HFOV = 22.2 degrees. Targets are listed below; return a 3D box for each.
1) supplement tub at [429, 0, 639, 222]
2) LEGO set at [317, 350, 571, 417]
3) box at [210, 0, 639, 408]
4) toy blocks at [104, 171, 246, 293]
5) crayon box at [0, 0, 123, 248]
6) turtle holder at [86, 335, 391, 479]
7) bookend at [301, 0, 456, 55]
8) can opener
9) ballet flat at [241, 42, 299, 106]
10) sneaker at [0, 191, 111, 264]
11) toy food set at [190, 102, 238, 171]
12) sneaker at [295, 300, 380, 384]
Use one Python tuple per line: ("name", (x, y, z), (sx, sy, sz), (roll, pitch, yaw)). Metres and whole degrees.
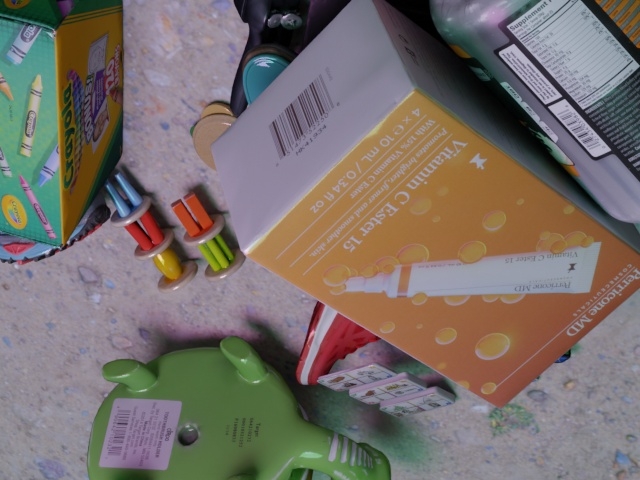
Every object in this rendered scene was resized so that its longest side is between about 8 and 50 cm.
("supplement tub", (0.229, -0.182, 1.406), (0.193, 0.193, 0.316), (-31, 112, 38))
("LEGO set", (0.143, 0.128, 1.792), (0.244, 0.060, 0.182), (-18, 152, 29))
("box", (0.105, -0.030, 1.494), (0.345, 0.168, 0.215), (32, 114, -34))
("toy blocks", (-0.167, -0.019, 1.803), (0.123, 0.054, 0.148), (-15, 122, 32))
("crayon box", (-0.267, -0.152, 1.651), (0.081, 0.165, 0.278), (15, 133, 9))
("turtle holder", (-0.100, 0.246, 1.911), (0.320, 0.243, 0.227), (-25, 146, 1))
("bookend", (0.050, -0.180, 1.550), (0.156, 0.072, 0.157), (12, 132, 2))
("can opener", (-0.054, -0.195, 1.614), (0.059, 0.073, 0.186), (-11, 140, -20))
("ballet flat", (0.014, -0.097, 1.632), (0.095, 0.096, 0.280), (-16, 121, 30))
("sneaker", (-0.351, -0.045, 1.811), (0.262, 0.104, 0.125), (-2, 114, 33))
("toy food set", (-0.098, -0.102, 1.726), (0.083, 0.020, 0.082), (31, 134, -6))
("sneaker", (0.052, 0.104, 1.801), (0.128, 0.087, 0.221), (17, 143, -1))
